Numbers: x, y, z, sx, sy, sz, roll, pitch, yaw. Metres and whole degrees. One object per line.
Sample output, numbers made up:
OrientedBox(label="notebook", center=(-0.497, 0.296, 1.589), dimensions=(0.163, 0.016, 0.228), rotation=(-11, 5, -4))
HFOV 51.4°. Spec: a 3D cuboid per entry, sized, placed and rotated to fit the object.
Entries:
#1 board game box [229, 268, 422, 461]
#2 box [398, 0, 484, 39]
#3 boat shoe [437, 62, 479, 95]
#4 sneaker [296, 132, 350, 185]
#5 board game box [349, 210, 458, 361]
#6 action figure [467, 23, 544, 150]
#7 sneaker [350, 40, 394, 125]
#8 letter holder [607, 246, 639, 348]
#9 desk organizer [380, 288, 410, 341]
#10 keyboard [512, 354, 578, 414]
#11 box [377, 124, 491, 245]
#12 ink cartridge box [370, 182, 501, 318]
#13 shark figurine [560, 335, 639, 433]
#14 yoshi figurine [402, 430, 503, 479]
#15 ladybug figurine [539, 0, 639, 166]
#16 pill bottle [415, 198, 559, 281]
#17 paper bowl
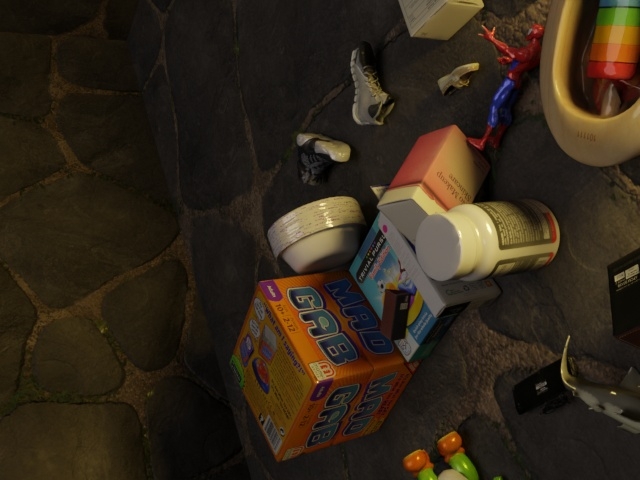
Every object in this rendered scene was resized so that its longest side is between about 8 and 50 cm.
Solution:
OrientedBox(label="board game box", center=(0.002, 0.343, 1.903), dimensions=(0.357, 0.356, 0.356), rotation=(56, 138, 36))
OrientedBox(label="box", center=(0.252, -0.646, 1.570), dimensions=(0.148, 0.121, 0.311), rotation=(-34, 67, 54))
OrientedBox(label="boat shoe", center=(0.329, -0.379, 1.568), dimensions=(0.135, 0.050, 0.045), rotation=(160, 98, -67))
OrientedBox(label="sneaker", center=(0.006, -0.237, 2.043), dimensions=(0.268, 0.101, 0.153), rotation=(35, 125, 56))
OrientedBox(label="board game box", center=(0.226, 0.112, 1.776), dimensions=(0.336, 0.079, 0.254), rotation=(57, 138, 34))
OrientedBox(label="action figure", center=(0.385, -0.351, 1.441), dimensions=(0.139, 0.091, 0.280), rotation=(48, 134, 29))
OrientedBox(label="sneaker", center=(0.153, -0.422, 1.810), dimensions=(0.132, 0.086, 0.229), rotation=(24, 125, 48))
OrientedBox(label="letter holder", center=(0.660, 0.076, 1.067), dimensions=(0.302, 0.214, 0.152), rotation=(-46, 26, 51))
OrientedBox(label="desk organizer", center=(0.193, 0.190, 1.724), dimensions=(0.050, 0.047, 0.130), rotation=(32, 122, 54))
OrientedBox(label="keyboard", center=(0.498, 0.332, 1.451), dimensions=(0.192, 0.038, 0.100), rotation=(128, 150, -48))
OrientedBox(label="box", center=(0.261, -0.123, 1.514), dimensions=(0.126, 0.148, 0.232), rotation=(-11, 41, 55))
OrientedBox(label="ink cartridge box", center=(0.265, 0.009, 1.608), dimensions=(0.371, 0.175, 0.069), rotation=(63, 146, 29))
OrientedBox(label="shark figurine", center=(0.555, 0.279, 1.256), dimensions=(0.116, 0.278, 0.166), rotation=(-61, -3, -13))
OrientedBox(label="yoshi figurine", center=(0.346, 0.655, 1.585), dimensions=(0.203, 0.203, 0.362), rotation=(-50, 57, 40))
OrientedBox(label="ladybug figurine", center=(0.538, -0.351, 1.142), dimensions=(0.305, 0.161, 0.450), rotation=(33, 123, 51))
OrientedBox(label="pill bottle", center=(0.346, -0.001, 1.384), dimensions=(0.161, 0.283, 0.161), rotation=(13, 106, 55))
OrientedBox(label="paper bowl", center=(0.000, 0.000, 1.916), dimensions=(0.284, 0.284, 0.148), rotation=(-42, 62, 52))
